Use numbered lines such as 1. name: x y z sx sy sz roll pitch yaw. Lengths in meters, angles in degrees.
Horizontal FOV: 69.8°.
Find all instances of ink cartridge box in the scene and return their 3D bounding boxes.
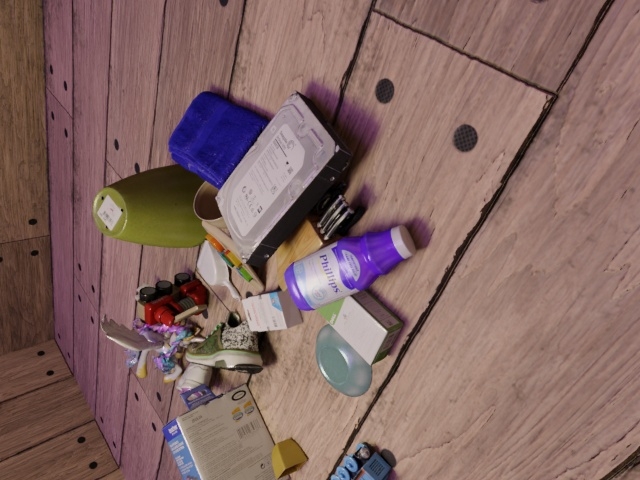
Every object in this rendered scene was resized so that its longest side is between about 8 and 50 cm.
1. ink cartridge box: -0.312 0.642 1.454 0.151 0.270 0.395 -40 72 41
2. ink cartridge box: 0.080 0.169 1.050 0.209 0.062 0.109 41 128 31
3. ink cartridge box: -0.140 0.196 1.293 0.180 0.060 0.104 -16 90 48

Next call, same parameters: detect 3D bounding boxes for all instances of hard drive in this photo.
1. hard drive: -0.097 -0.138 1.032 0.339 0.064 0.237 -47 51 22

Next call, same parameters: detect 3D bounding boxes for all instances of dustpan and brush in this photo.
1. dustpan and brush: -0.321 0.116 1.476 0.211 0.060 0.147 58 138 27

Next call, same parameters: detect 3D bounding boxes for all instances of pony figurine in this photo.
1. pony figurine: -0.631 0.376 1.755 0.351 0.303 0.363 31 126 -2

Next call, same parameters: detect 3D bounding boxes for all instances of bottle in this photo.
1. bottle: 0.060 0.054 0.965 0.283 0.092 0.118 -25 87 27

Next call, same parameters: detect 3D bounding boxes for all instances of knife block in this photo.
1. knife block: 0.000 0.000 1.066 0.242 0.088 0.276 12 110 45

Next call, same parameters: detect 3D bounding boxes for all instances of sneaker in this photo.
1. sneaker: -0.451 0.507 1.702 0.305 0.114 0.152 -38 28 61
2. sneaker: -0.300 0.324 1.484 0.410 0.158 0.182 -11 62 50

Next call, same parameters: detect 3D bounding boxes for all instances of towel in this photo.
1. towel: -0.284 -0.272 1.237 0.308 0.076 0.228 33 96 35

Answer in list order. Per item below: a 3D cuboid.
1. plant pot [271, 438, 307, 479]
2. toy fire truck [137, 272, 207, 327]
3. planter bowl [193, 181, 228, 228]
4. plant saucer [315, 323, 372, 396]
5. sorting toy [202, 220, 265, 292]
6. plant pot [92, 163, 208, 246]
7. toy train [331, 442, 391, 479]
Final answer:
1. plant pot: -0.103 0.649 1.379 0.083 0.081 0.081 57 136 32
2. toy fire truck: -0.454 0.214 1.530 0.246 0.217 0.158 25 119 28
3. planter bowl: -0.251 -0.097 1.265 0.162 0.109 0.162 -12 57 19
4. plant saucer: 0.043 0.306 1.150 0.195 0.037 0.195 17 114 42
5. sorting toy: -0.256 0.050 1.326 0.193 0.038 0.208 34 156 36
6. plant pot: -0.506 -0.092 1.369 0.274 0.293 0.275 4 100 26
7. toy train: 0.097 0.593 1.150 0.105 0.080 0.184 40 128 24
